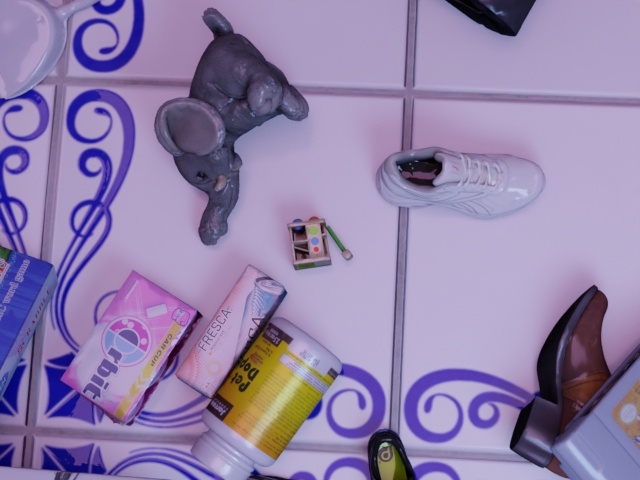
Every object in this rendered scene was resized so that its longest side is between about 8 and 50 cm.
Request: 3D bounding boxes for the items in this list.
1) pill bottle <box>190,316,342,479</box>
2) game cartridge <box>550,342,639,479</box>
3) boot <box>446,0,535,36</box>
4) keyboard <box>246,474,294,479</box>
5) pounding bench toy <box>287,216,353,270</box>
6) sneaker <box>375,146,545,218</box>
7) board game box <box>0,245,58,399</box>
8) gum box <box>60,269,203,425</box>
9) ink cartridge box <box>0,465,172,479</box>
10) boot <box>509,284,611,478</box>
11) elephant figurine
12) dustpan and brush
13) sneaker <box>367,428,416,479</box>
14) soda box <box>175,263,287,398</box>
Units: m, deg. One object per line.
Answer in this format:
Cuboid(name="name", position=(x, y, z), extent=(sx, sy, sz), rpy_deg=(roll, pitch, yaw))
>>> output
Cuboid(name="pill bottle", position=(-0.076, 0.216, 1.781), extent=(0.117, 0.117, 0.215), rpy_deg=(35, 83, 8))
Cuboid(name="game cartridge", position=(0.443, 0.241, 1.713), extent=(0.198, 0.062, 0.297), rpy_deg=(47, 60, 3))
Cuboid(name="boot", position=(0.369, -0.469, 1.859), extent=(0.367, 0.146, 0.445), rpy_deg=(35, 80, 18))
Cuboid(name="keyboard", position=(-0.054, 0.478, 1.780), extent=(0.201, 0.033, 0.317), rpy_deg=(12, 82, 8))
Cuboid(name="pounding bench toy", position=(0.000, 0.000, 1.848), extent=(0.083, 0.052, 0.065), rpy_deg=(-8, 79, 2))
Cuboid(name="sneaker", position=(0.190, -0.082, 1.820), extent=(0.232, 0.115, 0.090), rpy_deg=(0, 80, 3))
Cuboid(name="board game box", position=(-0.562, 0.125, 1.801), extent=(0.317, 0.066, 0.319), rpy_deg=(18, 62, 6))
Cuboid(name="gum box", position=(-0.258, 0.149, 1.831), extent=(0.107, 0.062, 0.188), rpy_deg=(32, 83, 8))
Cuboid(name="ink cartridge box", position=(-0.331, 0.390, 1.697), extent=(0.307, 0.223, 0.129), rpy_deg=(4, 55, 4))
Cuboid(name="boot", position=(0.418, 0.221, 1.766), extent=(0.280, 0.096, 0.264), rpy_deg=(25, 61, -1))
Cuboid(name="elephant figurine", position=(-0.148, -0.150, 1.841), extent=(0.239, 0.169, 0.186), rpy_deg=(-43, 51, 11))
Cuboid(name="dustpan and brush", position=(-0.397, -0.312, 1.929), extent=(0.211, 0.060, 0.147), rpy_deg=(-31, 91, 4))
Cuboid(name="sneaker", position=(0.098, 0.341, 1.770), extent=(0.067, 0.078, 0.188), rpy_deg=(-13, 80, 1))
Cuboid(name="soda box", position=(-0.120, 0.126, 1.830), extent=(0.063, 0.058, 0.183), rpy_deg=(32, 84, 8))
